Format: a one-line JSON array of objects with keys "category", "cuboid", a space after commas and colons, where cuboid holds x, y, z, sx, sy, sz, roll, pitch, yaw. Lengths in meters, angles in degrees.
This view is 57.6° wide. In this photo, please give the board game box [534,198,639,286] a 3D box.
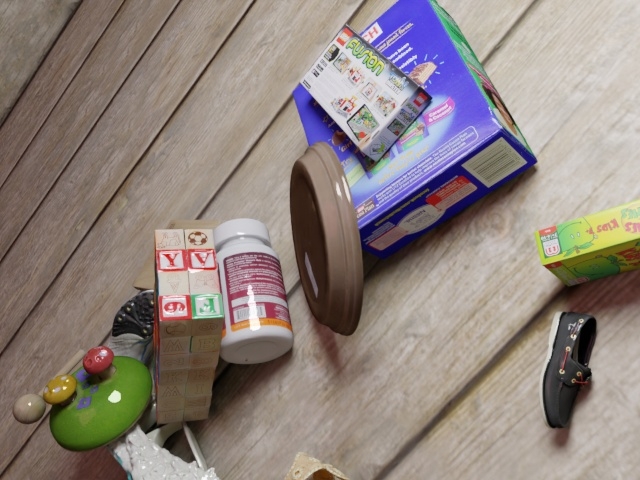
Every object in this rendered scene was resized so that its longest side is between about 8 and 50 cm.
[{"category": "board game box", "cuboid": [0.338, -0.004, 0.623, 0.181, 0.092, 0.043, -21, 59, 33]}]

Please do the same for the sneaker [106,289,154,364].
[{"category": "sneaker", "cuboid": [-0.353, 0.181, 1.115, 0.085, 0.086, 0.237, 35, 114, 4]}]

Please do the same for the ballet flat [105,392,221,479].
[{"category": "ballet flat", "cuboid": [-0.298, 0.351, 1.014, 0.409, 0.147, 0.147, 29, 91, 41]}]

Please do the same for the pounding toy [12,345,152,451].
[{"category": "pounding toy", "cuboid": [-0.412, 0.242, 0.989, 0.237, 0.110, 0.183, 5, 43, 29]}]

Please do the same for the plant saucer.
[{"category": "plant saucer", "cuboid": [0.000, 0.000, 0.825, 0.278, 0.041, 0.277, 171, 90, -77]}]

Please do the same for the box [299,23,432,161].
[{"category": "box", "cuboid": [0.057, -0.215, 0.827, 0.114, 0.036, 0.207, -48, 47, 16]}]

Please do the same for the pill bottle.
[{"category": "pill bottle", "cuboid": [-0.119, 0.081, 0.959, 0.121, 0.121, 0.221, -31, 54, 27]}]

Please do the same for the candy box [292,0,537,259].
[{"category": "candy box", "cuboid": [0.119, -0.176, 0.867, 0.268, 0.122, 0.317, -35, 54, 27]}]

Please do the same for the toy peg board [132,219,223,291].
[{"category": "toy peg board", "cuboid": [-0.259, 0.047, 1.140, 0.161, 0.079, 0.160, 3, 58, 41]}]

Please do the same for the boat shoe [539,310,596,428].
[{"category": "boat shoe", "cuboid": [0.275, 0.143, 0.643, 0.042, 0.049, 0.133, -1, 67, 49]}]

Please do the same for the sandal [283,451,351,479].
[{"category": "sandal", "cuboid": [-0.029, 0.333, 0.795, 0.240, 0.088, 0.079, -33, 59, 32]}]

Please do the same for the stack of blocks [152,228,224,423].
[{"category": "stack of blocks", "cuboid": [-0.220, 0.144, 0.932, 0.297, 0.087, 0.171, 107, 154, -43]}]
